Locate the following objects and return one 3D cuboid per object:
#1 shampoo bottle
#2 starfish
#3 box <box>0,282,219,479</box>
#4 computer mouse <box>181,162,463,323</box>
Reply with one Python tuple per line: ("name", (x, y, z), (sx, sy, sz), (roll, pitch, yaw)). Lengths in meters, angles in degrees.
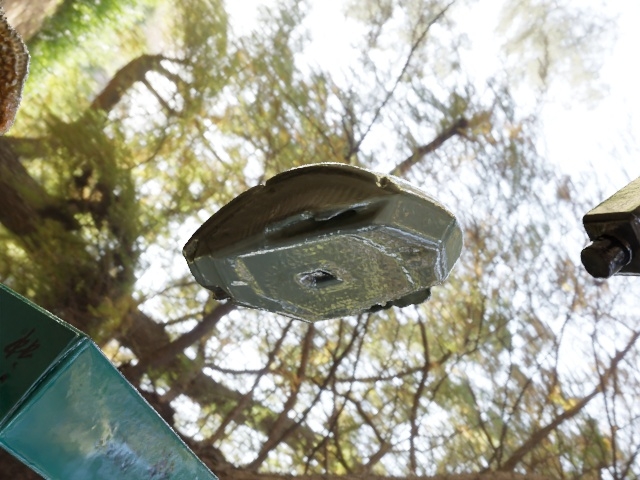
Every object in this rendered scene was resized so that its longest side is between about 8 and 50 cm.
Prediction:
("shampoo bottle", (0.384, -0.034, 0.723), (0.246, 0.080, 0.079), (-31, -171, -20))
("starfish", (-0.441, -0.303, 0.743), (0.293, 0.301, 0.084), (20, -163, 22))
("box", (-0.208, 0.156, 0.555), (0.153, 0.245, 0.092), (19, -123, 36))
("computer mouse", (-0.001, -0.002, 0.891), (0.429, 0.228, 0.145), (-16, -129, 37))
